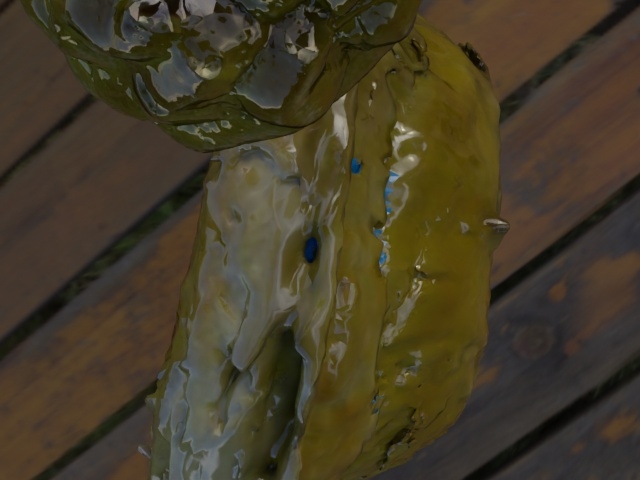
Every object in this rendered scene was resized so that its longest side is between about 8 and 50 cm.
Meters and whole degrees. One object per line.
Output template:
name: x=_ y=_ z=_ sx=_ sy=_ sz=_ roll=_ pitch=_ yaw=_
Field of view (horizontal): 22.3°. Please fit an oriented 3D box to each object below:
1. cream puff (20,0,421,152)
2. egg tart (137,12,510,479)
cream puff: x=-0.030 y=-0.098 z=0.500 sx=0.146 sy=0.116 sz=0.146 roll=0 pitch=87 yaw=0
egg tart: x=0.000 y=0.000 z=0.898 sx=0.169 sy=0.388 sz=0.387 roll=9 pitch=103 yaw=-6
